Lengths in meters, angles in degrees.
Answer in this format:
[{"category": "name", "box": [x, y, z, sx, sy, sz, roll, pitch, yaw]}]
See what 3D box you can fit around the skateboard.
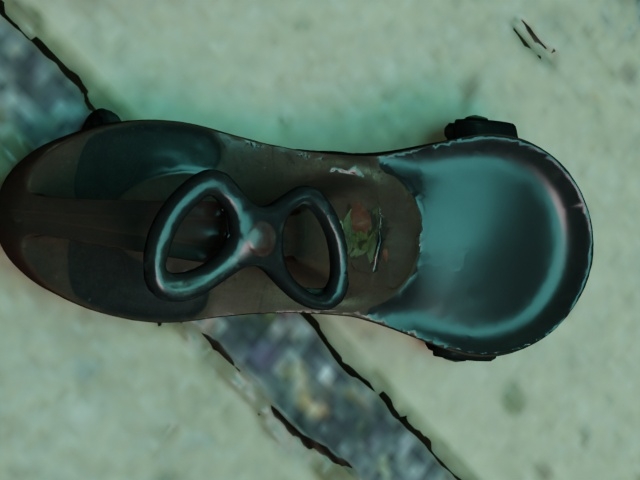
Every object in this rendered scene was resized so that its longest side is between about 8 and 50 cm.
[{"category": "skateboard", "box": [0.000, 0.000, 0.471, 0.151, 0.080, 0.067, 3, 94, -28]}]
